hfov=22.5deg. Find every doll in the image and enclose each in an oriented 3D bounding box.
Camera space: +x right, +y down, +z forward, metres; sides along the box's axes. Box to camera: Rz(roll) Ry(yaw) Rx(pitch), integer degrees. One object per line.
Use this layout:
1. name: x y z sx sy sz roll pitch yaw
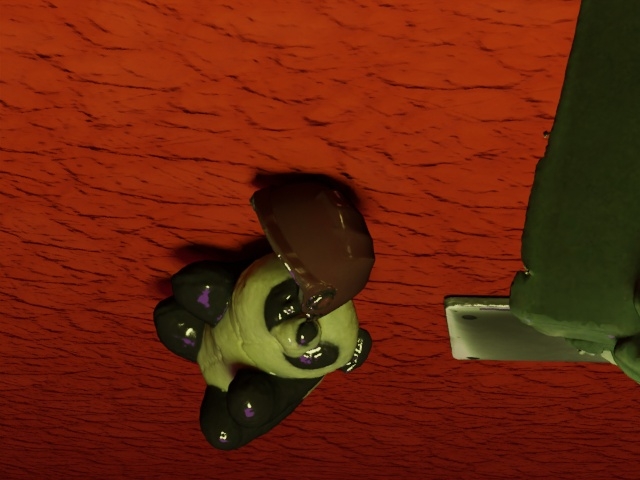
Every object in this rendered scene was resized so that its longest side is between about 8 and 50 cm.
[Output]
1. doll: -0.047 0.077 1.315 0.135 0.143 0.234 -23 169 -19

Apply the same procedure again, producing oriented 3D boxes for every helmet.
1. helmet: 0.000 0.000 1.141 0.070 0.098 0.123 -26 160 -3

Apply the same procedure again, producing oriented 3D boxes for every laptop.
1. laptop: 0.249 0.085 1.457 0.269 0.015 0.187 1 161 7

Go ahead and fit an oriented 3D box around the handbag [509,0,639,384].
1. handbag: 0.218 -0.059 0.617 0.248 0.260 0.079 6 164 35
